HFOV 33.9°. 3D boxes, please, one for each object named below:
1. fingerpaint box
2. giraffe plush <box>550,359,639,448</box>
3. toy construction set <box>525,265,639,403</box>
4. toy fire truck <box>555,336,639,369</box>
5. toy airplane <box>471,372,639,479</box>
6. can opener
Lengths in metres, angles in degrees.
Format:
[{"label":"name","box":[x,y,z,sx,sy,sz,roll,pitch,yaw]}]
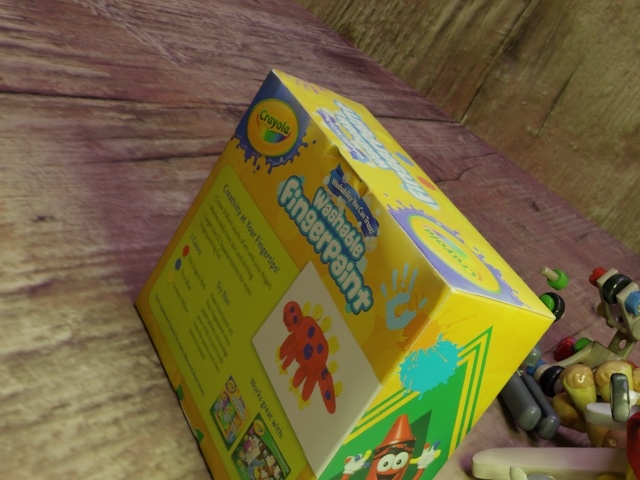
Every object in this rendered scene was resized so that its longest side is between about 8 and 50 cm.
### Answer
[{"label":"fingerpaint box","box":[-0.003,0.079,1.196,0.163,0.371,0.445,17,24,-37]},{"label":"giraffe plush","box":[0.465,0.318,1.679,0.181,0.210,0.170,-6,36,10]},{"label":"toy construction set","box":[0.549,0.200,1.863,0.309,0.257,0.237,-3,-28,47]},{"label":"toy fire truck","box":[0.562,0.250,2.118,0.192,0.047,0.135,33,19,4]},{"label":"toy airplane","box":[0.453,0.321,1.401,0.384,0.272,0.386,7,-11,-32]},{"label":"can opener","box":[0.343,0.225,1.774,0.076,0.095,0.283,27,14,-14]}]
